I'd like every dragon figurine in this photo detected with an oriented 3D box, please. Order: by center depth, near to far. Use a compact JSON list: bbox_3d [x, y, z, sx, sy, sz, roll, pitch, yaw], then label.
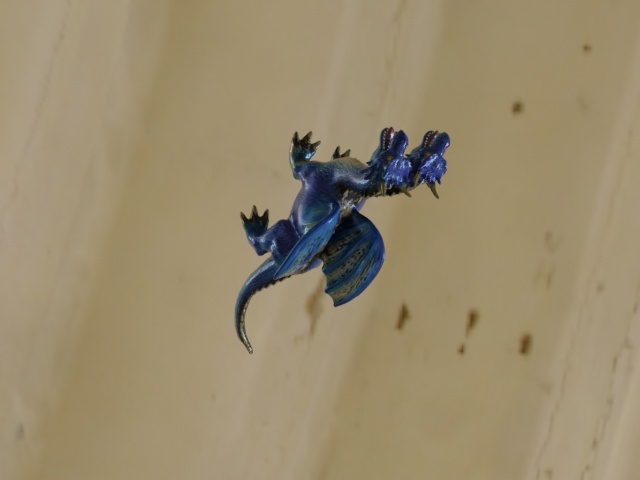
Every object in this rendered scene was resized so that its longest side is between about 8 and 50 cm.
[{"bbox_3d":[0.000,0.000,1.492,0.085,0.289,0.144,25,-164,-33],"label":"dragon figurine"}]
